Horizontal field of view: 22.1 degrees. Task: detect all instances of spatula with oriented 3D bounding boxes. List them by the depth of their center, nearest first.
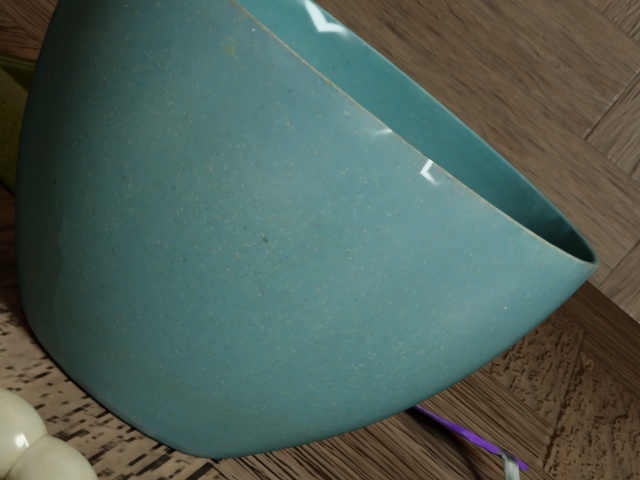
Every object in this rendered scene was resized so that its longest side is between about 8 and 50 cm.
[{"bbox_3d":[0.140,0.184,1.055,0.084,0.030,0.296,32,12,-43],"label":"spatula"}]

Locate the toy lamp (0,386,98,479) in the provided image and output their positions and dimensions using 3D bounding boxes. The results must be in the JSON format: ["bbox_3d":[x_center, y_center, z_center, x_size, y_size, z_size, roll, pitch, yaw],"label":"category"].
[{"bbox_3d":[-0.144,0.038,0.578,0.274,0.080,0.080,40,11,8],"label":"toy lamp"}]

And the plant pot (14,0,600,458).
[{"bbox_3d":[-0.038,-0.009,0.807,0.290,0.195,0.290,38,10,-8],"label":"plant pot"}]

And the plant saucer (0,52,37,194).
[{"bbox_3d":[-0.151,-0.056,1.029,0.188,0.045,0.188,42,11,13],"label":"plant saucer"}]
